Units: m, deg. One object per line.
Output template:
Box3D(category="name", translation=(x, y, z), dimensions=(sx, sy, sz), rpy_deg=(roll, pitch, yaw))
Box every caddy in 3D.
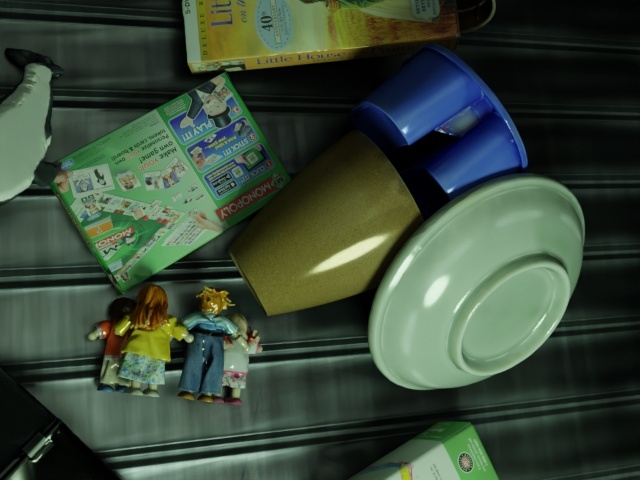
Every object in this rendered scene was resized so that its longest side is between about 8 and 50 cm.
Box3D(category="caddy", translation=(0.190, -0.172, 1.379), dimensions=(0.179, 0.341, 0.241), rpy_deg=(-39, 97, -5))

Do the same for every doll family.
Box3D(category="doll family", translation=(-0.193, 0.144, 1.278), dimensions=(0.263, 0.118, 0.163), rpy_deg=(10, 79, -21))

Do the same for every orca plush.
Box3D(category="orca plush", translation=(-0.450, -0.148, 1.238), dimensions=(0.151, 0.102, 0.287), rpy_deg=(31, 44, -46))

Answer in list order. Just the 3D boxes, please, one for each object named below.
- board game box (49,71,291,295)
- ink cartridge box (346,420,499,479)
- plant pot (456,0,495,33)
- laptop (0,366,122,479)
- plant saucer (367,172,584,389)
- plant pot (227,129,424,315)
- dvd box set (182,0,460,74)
Box3D(category="board game box", translation=(-0.221, -0.090, 1.346), dimensions=(0.317, 0.046, 0.213), rpy_deg=(-33, 94, -23))
Box3D(category="ink cartridge box", translation=(0.142, 0.431, 1.364), dimensions=(0.278, 0.117, 0.201), rpy_deg=(-26, 91, -23))
Box3D(category="plant pot", translation=(0.225, -0.470, 1.531), dimensions=(0.167, 0.167, 0.165), rpy_deg=(19, 68, -18))
Box3D(category="laptop", translation=(-0.496, 0.373, 1.177), dimensions=(0.382, 0.236, 0.408), rpy_deg=(-47, 128, -21))
Box3D(category="plant saucer", translation=(0.264, 0.093, 1.348), dimensions=(0.400, 0.100, 0.400), rpy_deg=(-19, 133, -22))
Box3D(category="plant pot", translation=(0.000, 0.000, 1.342), dimensions=(0.254, 0.237, 0.237), rpy_deg=(-31, 93, -8))
Box3D(category="dvd box set", translation=(-0.009, -0.431, 1.397), dimensions=(0.420, 0.062, 0.307), rpy_deg=(-5, 82, 0))
